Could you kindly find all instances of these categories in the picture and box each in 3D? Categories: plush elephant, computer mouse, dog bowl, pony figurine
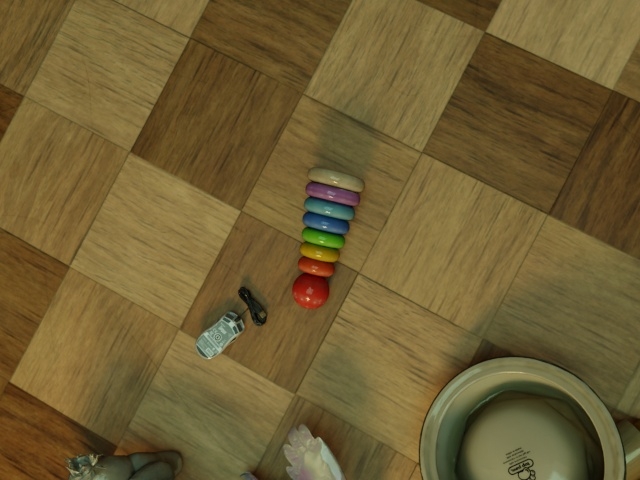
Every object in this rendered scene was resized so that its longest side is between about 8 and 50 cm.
[{"bbox_3d":[-0.449,0.613,1.358,0.271,0.330,0.255,-18,65,-2],"label":"plush elephant"},{"bbox_3d":[-0.227,0.212,1.519,0.193,0.042,0.106,-41,88,-3],"label":"computer mouse"},{"bbox_3d":[0.422,0.460,1.300,0.408,0.150,0.408,-14,58,24],"label":"dog bowl"},{"bbox_3d":[-0.039,0.632,1.336,0.351,0.363,0.303,45,128,5],"label":"pony figurine"}]

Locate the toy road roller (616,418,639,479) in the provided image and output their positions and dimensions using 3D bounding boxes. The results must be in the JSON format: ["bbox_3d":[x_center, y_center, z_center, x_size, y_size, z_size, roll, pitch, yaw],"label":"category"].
[{"bbox_3d":[0.715,0.558,1.290,0.202,0.240,0.329,-37,83,2],"label":"toy road roller"}]

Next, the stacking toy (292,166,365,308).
[{"bbox_3d":[0.000,0.000,1.467,0.141,0.141,0.330,15,93,7],"label":"stacking toy"}]
